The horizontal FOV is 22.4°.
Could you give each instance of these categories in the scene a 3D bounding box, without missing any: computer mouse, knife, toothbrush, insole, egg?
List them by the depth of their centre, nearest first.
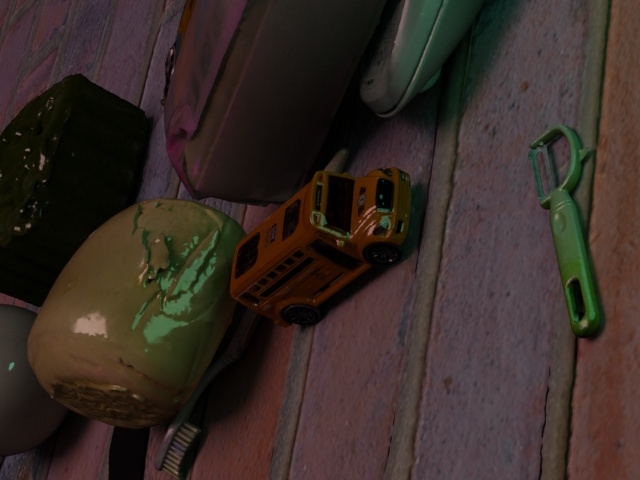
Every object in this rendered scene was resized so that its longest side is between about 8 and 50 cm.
[{"bbox_3d":[0.189,-0.013,1.201,0.054,0.015,0.212,-38,36,31],"label":"knife"},{"bbox_3d":[0.111,-0.247,1.454,0.159,0.097,0.288,-159,81,-77],"label":"computer mouse"},{"bbox_3d":[-0.067,0.071,1.591,0.037,0.028,0.375,31,98,19],"label":"toothbrush"},{"bbox_3d":[-0.206,0.254,1.723,0.086,0.005,0.253,-48,30,33],"label":"insole"},{"bbox_3d":[-0.392,0.167,1.944,0.264,0.183,0.183,-5,63,68],"label":"egg"}]

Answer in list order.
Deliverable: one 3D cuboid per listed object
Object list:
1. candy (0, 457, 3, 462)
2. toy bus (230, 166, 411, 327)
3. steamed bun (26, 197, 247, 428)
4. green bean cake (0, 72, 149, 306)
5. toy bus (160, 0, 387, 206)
[{"bbox_3d":[-0.447,0.298,2.102,0.062,0.038,0.122,18,84,64],"label":"candy"},{"bbox_3d":[0.000,0.000,1.458,0.194,0.088,0.083,-39,35,43],"label":"toy bus"},{"bbox_3d":[-0.190,0.065,1.633,0.232,0.166,0.273,-68,14,-19],"label":"steamed bun"},{"bbox_3d":[-0.352,-0.064,2.104,0.247,0.156,0.250,-28,44,50],"label":"green bean cake"},{"bbox_3d":[-0.053,-0.184,1.535,0.386,0.171,0.162,115,160,-51],"label":"toy bus"}]
